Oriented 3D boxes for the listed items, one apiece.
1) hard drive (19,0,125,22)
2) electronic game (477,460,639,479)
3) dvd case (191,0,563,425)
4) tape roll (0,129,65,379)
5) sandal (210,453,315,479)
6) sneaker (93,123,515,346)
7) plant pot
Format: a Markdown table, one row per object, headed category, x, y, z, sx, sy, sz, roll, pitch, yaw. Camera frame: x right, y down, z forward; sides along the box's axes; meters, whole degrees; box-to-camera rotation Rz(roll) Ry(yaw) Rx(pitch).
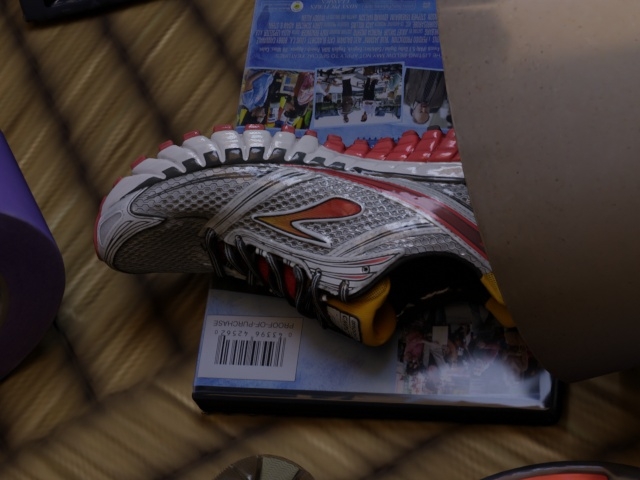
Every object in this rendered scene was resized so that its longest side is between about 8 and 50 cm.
| category | x | y | z | sx | sy | sz | roll | pitch | yaw |
| --- | --- | --- | --- | --- | --- | --- | --- | --- | --- |
| hard drive | -0.068 | -0.234 | 1.014 | 0.255 | 0.054 | 0.172 | -18 | 61 | 6 |
| electronic game | 0.105 | 0.203 | 0.751 | 0.229 | 0.048 | 0.229 | -8 | 62 | 15 |
| dvd case | 0.040 | -0.030 | 0.904 | 0.180 | 0.022 | 0.253 | 1 | 64 | 14 |
| tape roll | -0.224 | 0.017 | 0.853 | 0.189 | 0.189 | 0.080 | -30 | 62 | -1 |
| sandal | -0.067 | 0.173 | 0.821 | 0.072 | 0.049 | 0.180 | 37 | 63 | 21 |
| sneaker | 0.000 | 0.000 | 0.836 | 0.225 | 0.088 | 0.092 | -2 | 65 | 13 |
| plant pot | 0.217 | -0.086 | 0.725 | 0.274 | 0.256 | 0.256 | -10 | 62 | 22 |
